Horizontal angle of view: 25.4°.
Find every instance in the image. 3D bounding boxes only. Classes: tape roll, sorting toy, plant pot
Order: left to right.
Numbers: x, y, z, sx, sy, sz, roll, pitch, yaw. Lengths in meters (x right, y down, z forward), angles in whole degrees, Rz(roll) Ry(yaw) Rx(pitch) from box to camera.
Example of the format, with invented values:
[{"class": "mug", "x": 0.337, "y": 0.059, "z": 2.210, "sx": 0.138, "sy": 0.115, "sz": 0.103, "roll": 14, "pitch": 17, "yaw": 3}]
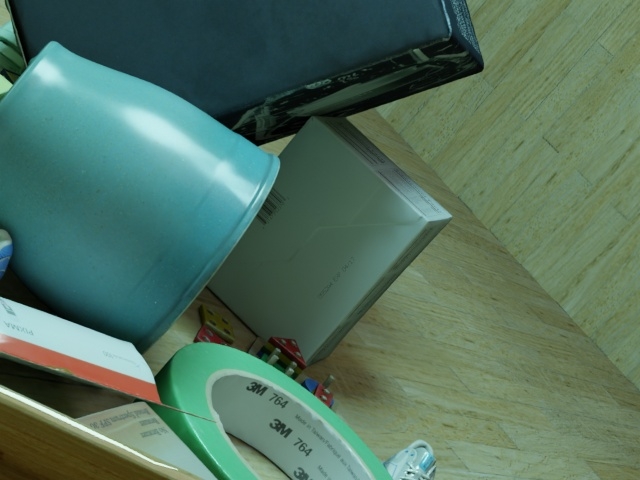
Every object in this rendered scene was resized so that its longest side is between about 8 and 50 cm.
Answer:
[{"class": "plant pot", "x": -0.223, "y": -0.054, "z": 1.424, "sx": 0.255, "sy": 0.271, "sz": 0.271, "roll": 38, "pitch": 15, "yaw": -11}, {"class": "tape roll", "x": -0.043, "y": 0.239, "z": 1.422, "sx": 0.321, "sy": 0.077, "sz": 0.321, "roll": 38, "pitch": 15, "yaw": -12}, {"class": "sorting toy", "x": -0.036, "y": 0.163, "z": 1.713, "sx": 0.274, "sy": 0.046, "sz": 0.132, "roll": 40, "pitch": 15, "yaw": -2}]

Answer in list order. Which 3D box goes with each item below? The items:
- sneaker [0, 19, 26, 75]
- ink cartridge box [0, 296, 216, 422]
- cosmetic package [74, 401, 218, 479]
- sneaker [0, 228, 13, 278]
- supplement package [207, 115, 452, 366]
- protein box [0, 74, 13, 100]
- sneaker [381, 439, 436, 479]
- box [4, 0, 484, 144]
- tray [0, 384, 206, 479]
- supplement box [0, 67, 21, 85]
[{"class": "sneaker", "x": -0.391, "y": -0.266, "z": 1.856, "sx": 0.094, "sy": 0.151, "sz": 0.256, "roll": 40, "pitch": 16, "yaw": -9}, {"class": "ink cartridge box", "x": -0.221, "y": 0.092, "z": 1.229, "sx": 0.232, "sy": 0.066, "sz": 0.189, "roll": 3, "pitch": -16, "yaw": 43}, {"class": "cosmetic package", "x": -0.104, "y": 0.274, "z": 1.063, "sx": 0.296, "sy": 0.129, "sz": 0.153, "roll": 45, "pitch": 14, "yaw": 13}, {"class": "sneaker", "x": -0.376, "y": -0.008, "z": 1.290, "sx": 0.211, "sy": 0.081, "sz": 0.080, "roll": 26, "pitch": 23, "yaw": -41}, {"class": "supplement package", "x": 0.000, "y": 0.000, "z": 1.842, "sx": 0.204, "sy": 0.262, "sz": 0.145, "roll": 44, "pitch": 15, "yaw": 11}, {"class": "protein box", "x": -0.452, "y": -0.156, "z": 1.418, "sx": 0.201, "sy": 0.136, "sz": 0.200, "roll": 41, "pitch": 16, "yaw": -2}, {"class": "sneaker", "x": 0.096, "y": 0.279, "z": 1.638, "sx": 0.071, "sy": 0.083, "sz": 0.190, "roll": 41, "pitch": 16, "yaw": -5}, {"class": "box", "x": -0.074, "y": -0.290, "z": 1.788, "sx": 0.472, "sy": 0.480, "sz": 0.297, "roll": -5, "pitch": 77, "yaw": -78}, {"class": "tray", "x": -0.159, "y": 0.223, "z": 0.894, "sx": 0.411, "sy": 0.076, "sz": 0.203, "roll": 27, "pitch": 41, "yaw": -8}, {"class": "supplement box", "x": -0.365, "y": -0.143, "z": 1.698, "sx": 0.083, "sy": 0.083, "sz": 0.056, "roll": 50, "pitch": 17, "yaw": 30}]
